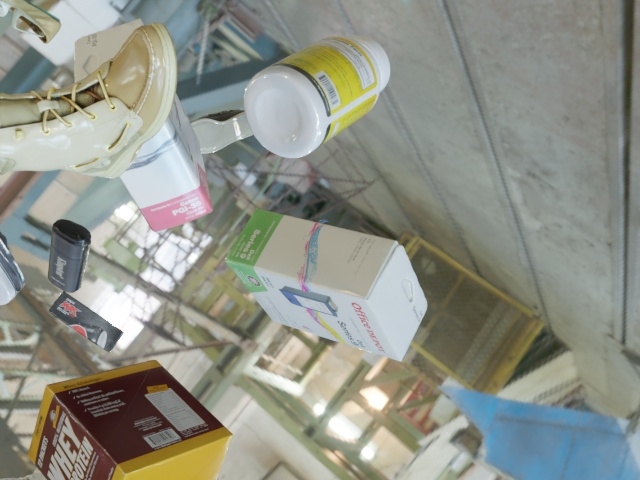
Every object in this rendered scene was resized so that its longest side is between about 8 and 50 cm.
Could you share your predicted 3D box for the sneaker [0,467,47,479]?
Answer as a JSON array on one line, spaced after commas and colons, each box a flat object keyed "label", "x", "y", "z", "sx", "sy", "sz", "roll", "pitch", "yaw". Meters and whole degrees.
[{"label": "sneaker", "x": -0.521, "y": 0.439, "z": 1.386, "sx": 0.169, "sy": 0.108, "sz": 0.292, "roll": 20, "pitch": -155, "yaw": -24}]

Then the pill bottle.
[{"label": "pill bottle", "x": 0.007, "y": -0.316, "z": 1.575, "sx": 0.188, "sy": 0.334, "sz": 0.188, "roll": 19, "pitch": 127, "yaw": 27}]

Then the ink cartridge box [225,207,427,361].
[{"label": "ink cartridge box", "x": 0.011, "y": 0.054, "z": 0.948, "sx": 0.212, "sy": 0.093, "sz": 0.154, "roll": 12, "pitch": 151, "yaw": 31}]

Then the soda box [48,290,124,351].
[{"label": "soda box", "x": -0.537, "y": 0.187, "z": 1.722, "sx": 0.169, "sy": 0.060, "sz": 0.053, "roll": 36, "pitch": 161, "yaw": -10}]

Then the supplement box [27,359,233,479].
[{"label": "supplement box", "x": -0.271, "y": 0.291, "z": 1.071, "sx": 0.194, "sy": 0.129, "sz": 0.191, "roll": 34, "pitch": -156, "yaw": 32}]

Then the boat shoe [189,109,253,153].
[{"label": "boat shoe", "x": -0.227, "y": -0.238, "z": 1.612, "sx": 0.065, "sy": 0.206, "sz": 0.075, "roll": 27, "pitch": 130, "yaw": 49}]

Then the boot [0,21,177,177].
[{"label": "boot", "x": -0.297, "y": -0.157, "z": 0.874, "sx": 0.203, "sy": 0.262, "sz": 0.095, "roll": -6, "pitch": -113, "yaw": -39}]

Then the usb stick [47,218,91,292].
[{"label": "usb stick", "x": -0.504, "y": 0.036, "z": 1.500, "sx": 0.077, "sy": 0.045, "sz": 0.278, "roll": 26, "pitch": 150, "yaw": -9}]

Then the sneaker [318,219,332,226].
[{"label": "sneaker", "x": 0.000, "y": 0.000, "z": 1.792, "sx": 0.078, "sy": 0.067, "sz": 0.188, "roll": 37, "pitch": -156, "yaw": 10}]

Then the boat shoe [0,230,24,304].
[{"label": "boat shoe", "x": -0.838, "y": 0.013, "z": 1.886, "sx": 0.301, "sy": 0.108, "sz": 0.102, "roll": 67, "pitch": -153, "yaw": -23}]

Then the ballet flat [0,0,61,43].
[{"label": "ballet flat", "x": -0.675, "y": -0.511, "z": 1.663, "sx": 0.080, "sy": 0.073, "sz": 0.232, "roll": 22, "pitch": 176, "yaw": 36}]

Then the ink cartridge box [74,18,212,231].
[{"label": "ink cartridge box", "x": -0.291, "y": -0.188, "z": 1.253, "sx": 0.283, "sy": 0.117, "sz": 0.207, "roll": 70, "pitch": -179, "yaw": -47}]
